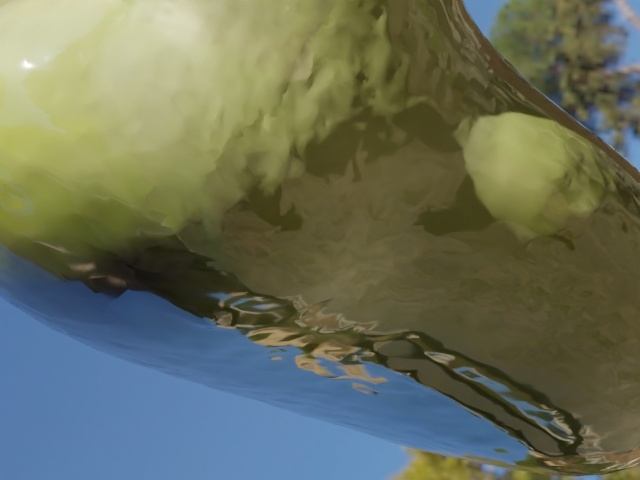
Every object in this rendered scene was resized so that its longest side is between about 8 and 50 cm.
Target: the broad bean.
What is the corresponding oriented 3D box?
[{"bbox_3d":[0.000,0.000,0.452,0.263,0.189,0.121,42,-122,-39],"label":"broad bean"}]
